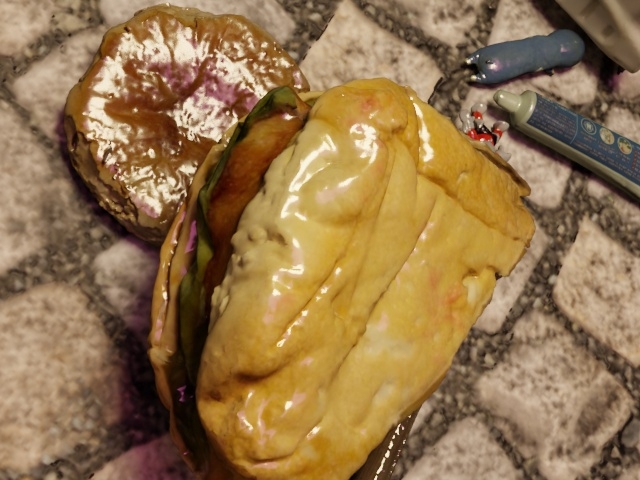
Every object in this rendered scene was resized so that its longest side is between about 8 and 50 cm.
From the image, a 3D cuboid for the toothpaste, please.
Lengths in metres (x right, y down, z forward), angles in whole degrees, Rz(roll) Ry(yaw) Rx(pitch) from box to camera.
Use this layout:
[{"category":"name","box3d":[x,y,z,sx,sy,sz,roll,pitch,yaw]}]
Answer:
[{"category":"toothpaste","box3d":[0.236,-0.087,0.930,0.197,0.035,0.057,24,75,-19]}]

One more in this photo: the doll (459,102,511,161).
[{"category":"doll","box3d":[0.130,-0.063,0.879,0.114,0.039,0.057,-65,147,-30]}]

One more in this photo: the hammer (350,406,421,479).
[{"category":"hammer","box3d":[-0.008,0.258,0.723,0.043,0.111,0.365,35,61,-13]}]

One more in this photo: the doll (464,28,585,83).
[{"category":"doll","box3d":[0.183,-0.163,0.933,0.125,0.027,0.037,-15,83,-22]}]

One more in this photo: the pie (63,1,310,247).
[{"category":"pie","box3d":[-0.100,-0.090,0.787,0.195,0.046,0.195,5,75,-20]}]

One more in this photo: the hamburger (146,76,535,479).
[{"category":"hamburger","box3d":[0.000,-0.002,0.703,0.330,0.162,0.209,-45,124,-25]}]

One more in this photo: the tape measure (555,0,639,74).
[{"category":"tape measure","box3d":[0.252,-0.302,0.879,0.258,0.265,0.130,46,63,2]}]
